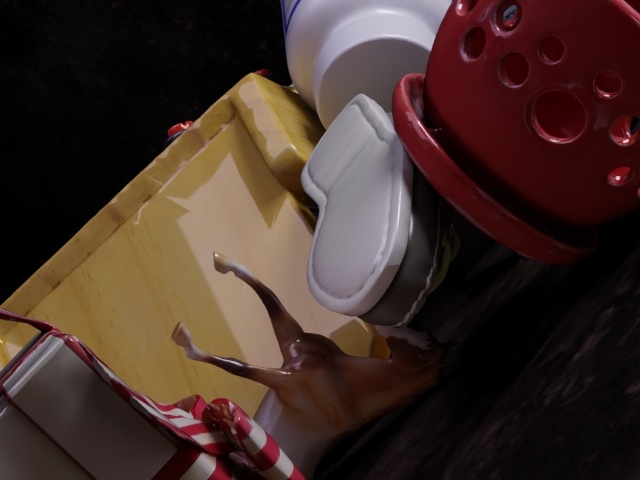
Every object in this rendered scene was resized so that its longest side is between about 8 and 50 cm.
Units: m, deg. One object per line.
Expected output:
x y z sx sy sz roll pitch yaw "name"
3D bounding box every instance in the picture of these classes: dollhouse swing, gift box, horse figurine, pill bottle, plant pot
-0.065 0.095 1.353 0.347 0.305 0.315 -42 -21 14 "dollhouse swing"
-0.151 0.181 0.913 0.258 0.276 0.255 -46 13 -12 "gift box"
-0.047 0.132 1.102 0.263 0.174 0.066 -58 15 13 "horse figurine"
0.043 -0.188 1.379 0.152 0.152 0.272 -43 28 21 "pill bottle"
0.151 -0.093 1.006 0.174 0.191 0.191 -48 6 20 "plant pot"

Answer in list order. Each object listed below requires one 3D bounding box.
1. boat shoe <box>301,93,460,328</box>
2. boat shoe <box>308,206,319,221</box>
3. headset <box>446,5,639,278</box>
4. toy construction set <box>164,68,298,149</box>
0.050 -0.015 1.092 0.109 0.091 0.305 -51 15 15 "boat shoe"
0.000 0.000 1.747 0.233 0.079 0.084 -47 9 4 "boat shoe"
0.169 -0.155 1.237 0.394 0.185 0.243 -55 4 24 "headset"
-0.027 -0.092 1.609 0.328 0.151 0.215 -47 -20 23 "toy construction set"
